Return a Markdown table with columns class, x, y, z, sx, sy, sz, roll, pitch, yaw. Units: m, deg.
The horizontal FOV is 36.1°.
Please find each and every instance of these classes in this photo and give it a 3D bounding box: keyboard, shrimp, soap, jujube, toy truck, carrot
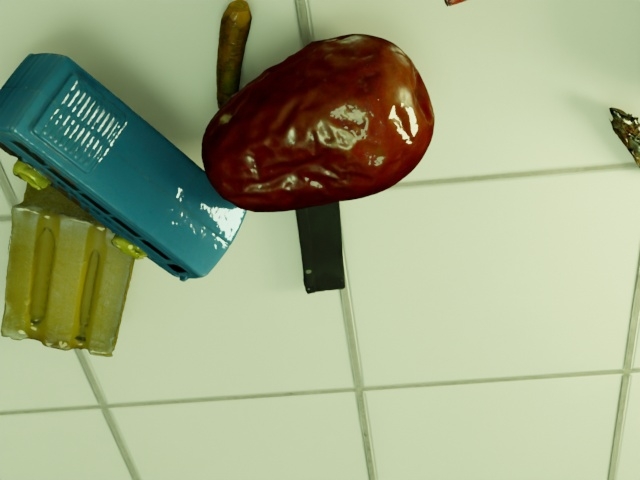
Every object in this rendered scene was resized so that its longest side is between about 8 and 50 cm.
| class | x | y | z | sx | sy | sz | roll | pitch | yaw |
| --- | --- | --- | --- | --- | --- | --- | --- | --- | --- |
| keyboard | 0.000 | 0.000 | 1.588 | 0.072 | 0.023 | 0.231 | -7 | 134 | -2 |
| shrimp | 0.506 | -0.151 | 1.403 | 0.147 | 0.035 | 0.195 | -14 | 142 | 40 |
| soap | -0.406 | 0.050 | 1.595 | 0.199 | 0.091 | 0.315 | 11 | 132 | -10 |
| jujube | -0.005 | -0.148 | 1.327 | 0.318 | 0.223 | 0.223 | -21 | 130 | 23 |
| toy truck | -0.280 | -0.090 | 1.373 | 0.385 | 0.161 | 0.162 | 42 | 162 | -33 |
| carrot | -0.121 | -0.250 | 1.343 | 0.042 | 0.042 | 0.171 | 7 | 136 | -6 |

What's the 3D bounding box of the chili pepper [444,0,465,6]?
| class | x | y | z | sx | sy | sz | roll | pitch | yaw |
| --- | --- | --- | --- | --- | --- | --- | --- | --- | --- |
| chili pepper | 0.214 | -0.339 | 1.234 | 0.123 | 0.073 | 0.070 | -6 | 175 | 9 |
